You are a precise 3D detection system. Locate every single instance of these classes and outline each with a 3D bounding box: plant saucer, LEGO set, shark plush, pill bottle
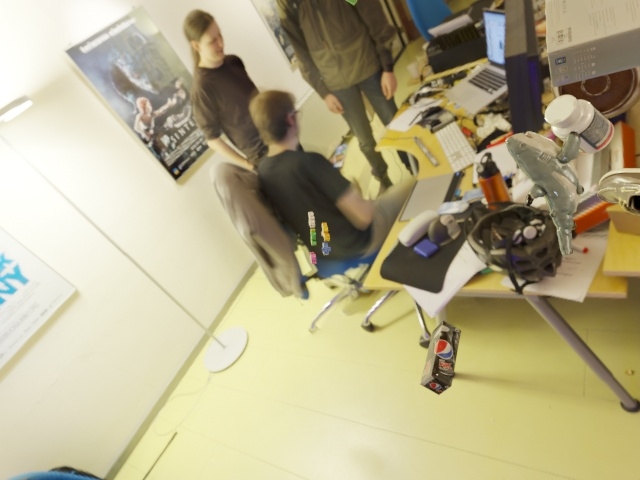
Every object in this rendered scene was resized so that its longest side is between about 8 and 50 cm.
[{"bbox_3d":[1.002,-0.573,1.490,0.310,0.311,0.050,2,38,46],"label":"plant saucer"},{"bbox_3d":[0.000,0.000,1.716,0.086,0.227,0.093,-5,20,-7],"label":"LEGO set"},{"bbox_3d":[0.289,-0.062,0.529,0.067,0.161,0.073,-14,7,-1],"label":"shark plush"},{"bbox_3d":[0.697,-0.316,1.114,0.108,0.180,0.108,-35,45,45],"label":"pill bottle"}]

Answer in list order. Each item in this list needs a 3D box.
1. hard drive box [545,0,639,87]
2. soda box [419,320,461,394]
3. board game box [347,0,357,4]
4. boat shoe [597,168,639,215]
[{"bbox_3d":[0.560,-0.412,0.775,0.232,0.089,0.181,-4,57,34],"label":"hard drive box"},{"bbox_3d":[0.292,0.280,0.994,0.169,0.053,0.060,-59,-4,-45],"label":"soda box"},{"bbox_3d":[-0.027,-0.541,0.651,0.214,0.317,0.046,-59,2,-16],"label":"board game box"},{"bbox_3d":[0.808,-0.117,1.021,0.097,0.116,0.324,-63,6,0],"label":"boat shoe"}]
